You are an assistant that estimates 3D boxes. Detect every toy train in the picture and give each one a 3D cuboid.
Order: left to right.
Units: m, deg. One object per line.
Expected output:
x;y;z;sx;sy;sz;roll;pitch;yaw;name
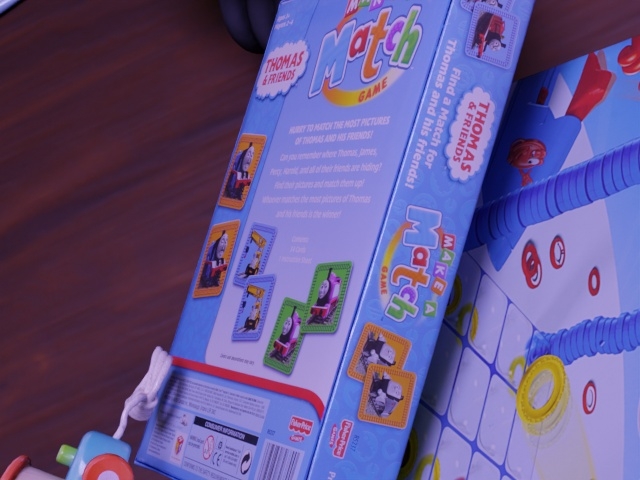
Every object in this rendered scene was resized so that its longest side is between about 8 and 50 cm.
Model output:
-0.112;0.118;0.605;0.046;0.166;0.125;21;33;-7;toy train

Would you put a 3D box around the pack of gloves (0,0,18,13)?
-0.245;-0.190;0.854;0.232;0.046;0.195;-36;62;5;pack of gloves

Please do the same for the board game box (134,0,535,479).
0.000;0.000;0.578;0.160;0.039;0.211;2;74;64;board game box

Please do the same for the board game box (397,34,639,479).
0.139;0.068;0.498;0.302;0.086;0.308;-19;52;37;board game box

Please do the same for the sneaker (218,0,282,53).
0.022;-0.213;0.724;0.147;0.104;0.295;4;76;17;sneaker
